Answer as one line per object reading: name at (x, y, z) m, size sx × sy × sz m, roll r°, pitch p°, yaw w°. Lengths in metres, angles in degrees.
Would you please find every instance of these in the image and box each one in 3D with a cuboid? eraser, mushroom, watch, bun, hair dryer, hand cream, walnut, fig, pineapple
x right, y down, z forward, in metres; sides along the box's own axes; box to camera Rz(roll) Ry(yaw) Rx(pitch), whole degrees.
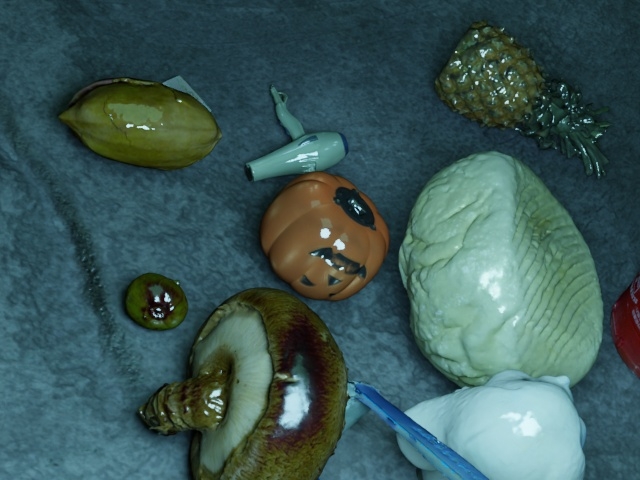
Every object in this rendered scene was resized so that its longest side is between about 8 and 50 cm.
eraser at (-0.212, -0.223, 2.051) m, size 0.038 × 0.019 × 0.083 m, roll -30°, pitch 68°, yaw -37°
mushroom at (-0.084, 0.205, 1.634) m, size 0.163 × 0.278 × 0.297 m, roll 36°, pitch 45°, yaw -46°
watch at (0.085, 0.290, 1.614) m, size 0.068 × 0.276 × 0.274 m, roll 24°, pitch 36°, yaw -48°
bun at (0.240, 0.060, 1.840) m, size 0.349 × 0.227 × 0.352 m, roll -32°, pitch 97°, yaw -59°
hair dryer at (-0.074, -0.165, 2.045) m, size 0.167 × 0.067 × 0.199 m, roll -29°, pitch 57°, yaw -29°
hand cream at (0.574, 0.120, 1.994) m, size 0.230 × 0.149 × 0.230 m, roll 9°, pitch 50°, yaw -11°
walnut at (-0.264, -0.172, 1.920) m, size 0.245 × 0.137 × 0.137 m, roll 11°, pitch 50°, yaw -23°
fig at (-0.227, 0.078, 1.784) m, size 0.084 × 0.082 × 0.098 m, roll -12°, pitch 21°, yaw -7°
pineapple at (0.363, -0.227, 2.191) m, size 0.340 × 0.169 × 0.169 m, roll 32°, pitch 49°, yaw -3°

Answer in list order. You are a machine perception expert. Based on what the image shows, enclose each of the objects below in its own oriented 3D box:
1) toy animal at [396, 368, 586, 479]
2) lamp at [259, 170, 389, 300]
toy animal at (0.220, 0.275, 1.677) m, size 0.249 × 0.289 × 0.174 m, roll 19°, pitch 48°, yaw 21°
lamp at (0.000, 0.000, 1.867) m, size 0.188 × 0.164 × 0.187 m, roll 31°, pitch 33°, yaw -23°
